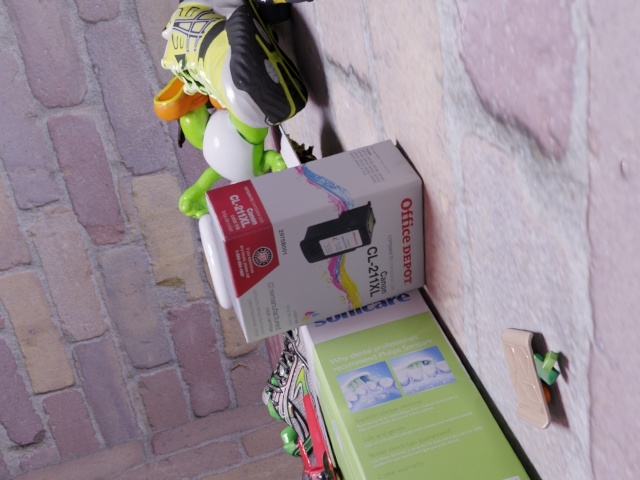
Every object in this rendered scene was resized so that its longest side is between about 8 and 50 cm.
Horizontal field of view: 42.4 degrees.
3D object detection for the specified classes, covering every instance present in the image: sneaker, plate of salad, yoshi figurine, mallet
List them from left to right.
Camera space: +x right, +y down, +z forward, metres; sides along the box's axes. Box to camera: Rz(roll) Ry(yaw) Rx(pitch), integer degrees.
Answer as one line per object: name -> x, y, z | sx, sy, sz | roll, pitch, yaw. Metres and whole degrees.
sneaker -> -0.123, -0.230, 1.086 | 0.145, 0.147, 0.385 | 52, -170, -31
yoshi figurine -> -0.147, -0.103, 1.413 | 0.203, 0.203, 0.362 | 41, 159, 49
mallet -> -0.038, -0.277, 0.969 | 0.190, 0.039, 0.062 | -131, 27, -62
sneaker -> -0.028, 0.221, 1.329 | 0.134, 0.146, 0.344 | -107, 6, -66
plate of salad -> 0.003, -0.056, 1.012 | 0.200, 0.048, 0.200 | 63, -178, -3

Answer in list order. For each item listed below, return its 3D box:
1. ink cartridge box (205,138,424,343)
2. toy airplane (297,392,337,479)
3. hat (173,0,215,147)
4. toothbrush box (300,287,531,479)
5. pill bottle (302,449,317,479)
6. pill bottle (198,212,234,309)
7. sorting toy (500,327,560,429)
ink cartridge box -> 0.000, 0.000, 0.728 | 0.072, 0.175, 0.127 | -119, 16, -48
toy airplane -> -0.001, 0.221, 0.798 | 0.151, 0.028, 0.151 | 163, 90, -82
hat -> -0.214, -0.345, 1.601 | 0.331, 0.134, 0.331 | 180, 90, -76
toothbrush box -> 0.081, 0.202, 0.732 | 0.283, 0.122, 0.206 | -118, 14, -52
pill bottle -> 0.045, 0.366, 1.202 | 0.245, 0.130, 0.130 | -153, 48, -78
pill bottle -> -0.027, 0.001, 0.862 | 0.103, 0.184, 0.103 | 165, 90, -81
sorting toy -> 0.139, 0.089, 0.534 | 0.083, 0.012, 0.062 | 150, 109, -84
